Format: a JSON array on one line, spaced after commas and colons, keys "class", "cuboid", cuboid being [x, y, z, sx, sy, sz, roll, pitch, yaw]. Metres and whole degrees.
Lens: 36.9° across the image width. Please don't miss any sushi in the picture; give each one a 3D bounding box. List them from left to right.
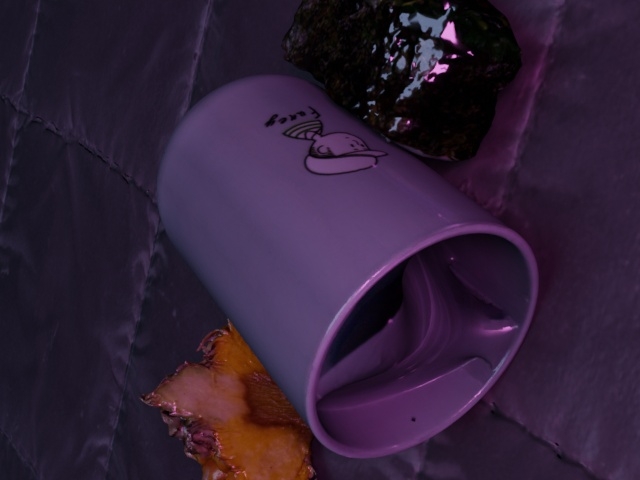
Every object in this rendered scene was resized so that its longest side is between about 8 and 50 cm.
[{"class": "sushi", "cuboid": [0.066, -0.162, 0.780, 0.225, 0.124, 0.127, 48, 123, 47]}]

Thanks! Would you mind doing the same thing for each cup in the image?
[{"class": "cup", "cuboid": [0.000, 0.000, 0.783, 0.312, 0.205, 0.206, 45, 120, 42]}]

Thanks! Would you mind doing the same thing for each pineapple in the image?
[{"class": "pineapple", "cuboid": [-0.108, 0.186, 0.940, 0.140, 0.164, 0.250, -39, 62, 50]}]
